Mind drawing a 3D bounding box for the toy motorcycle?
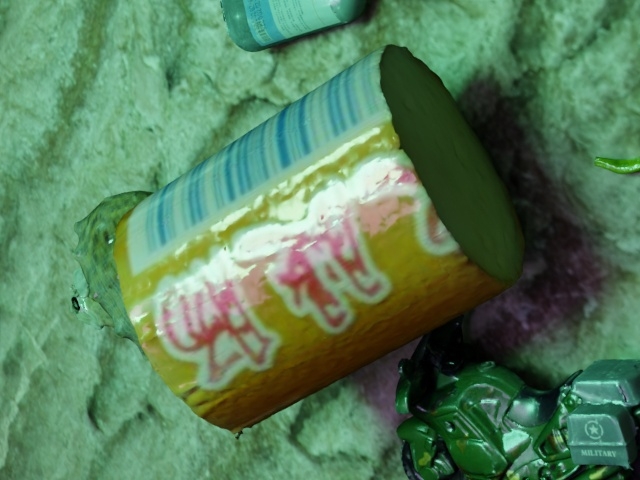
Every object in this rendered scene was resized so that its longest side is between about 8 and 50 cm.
[{"bbox_3d":[0.173,0.146,1.127,0.275,0.125,0.187,-6,105,37],"label":"toy motorcycle"}]

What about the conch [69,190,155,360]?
[{"bbox_3d":[-0.152,0.042,1.330,0.291,0.159,0.210,-21,85,37],"label":"conch"}]

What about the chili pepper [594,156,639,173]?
[{"bbox_3d":[0.264,-0.072,1.069,0.083,0.017,0.030,-30,80,35],"label":"chili pepper"}]

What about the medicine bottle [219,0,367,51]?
[{"bbox_3d":[-0.002,-0.241,1.219,0.208,0.054,0.090,-11,90,36],"label":"medicine bottle"}]

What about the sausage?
[{"bbox_3d":[0.000,0.000,1.113,0.287,0.233,0.233,-30,80,19],"label":"sausage"}]
